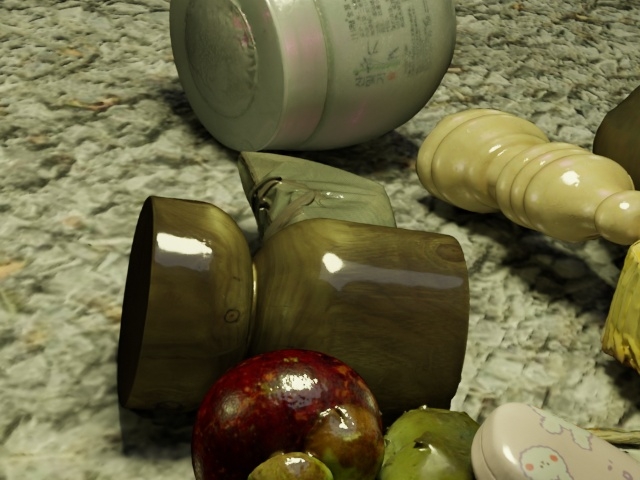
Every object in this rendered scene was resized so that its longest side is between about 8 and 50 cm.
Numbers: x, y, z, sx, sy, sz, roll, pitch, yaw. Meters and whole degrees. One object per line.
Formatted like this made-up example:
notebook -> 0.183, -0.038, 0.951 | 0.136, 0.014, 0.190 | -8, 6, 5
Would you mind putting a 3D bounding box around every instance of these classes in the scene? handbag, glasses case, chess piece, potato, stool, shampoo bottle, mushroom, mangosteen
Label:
handbag -> 0.000, 0.000, 1.632 | 0.183, 0.117, 0.270 | 21, 25, -20
glasses case -> 0.241, 0.224, 1.282 | 0.297, 0.075, 0.113 | 32, 26, -9
chess piece -> 0.236, -0.055, 1.765 | 0.139, 0.124, 0.307 | 30, 1, -30
potato -> 0.100, 0.212, 1.299 | 0.117, 0.090, 0.225 | 13, 33, -16
stool -> -0.025, 0.066, 1.424 | 0.264, 0.179, 0.179 | 7, 28, -12
shampoo bottle -> -0.011, -0.235, 1.907 | 0.266, 0.273, 0.273 | -18, 39, -30
mushroom -> 0.338, 0.178, 1.555 | 0.286, 0.028, 0.026 | 5, 70, -15
mangosteen -> -0.012, 0.171, 1.277 | 0.146, 0.156, 0.181 | 12, 29, -47

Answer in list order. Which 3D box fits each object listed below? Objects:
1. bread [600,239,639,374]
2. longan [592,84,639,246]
bread -> 0.396, 0.090, 1.621 | 0.250, 0.133, 0.179 | 5, 26, -20
longan -> 0.437, -0.068, 1.819 | 0.300, 0.243, 0.300 | 19, 20, -7
